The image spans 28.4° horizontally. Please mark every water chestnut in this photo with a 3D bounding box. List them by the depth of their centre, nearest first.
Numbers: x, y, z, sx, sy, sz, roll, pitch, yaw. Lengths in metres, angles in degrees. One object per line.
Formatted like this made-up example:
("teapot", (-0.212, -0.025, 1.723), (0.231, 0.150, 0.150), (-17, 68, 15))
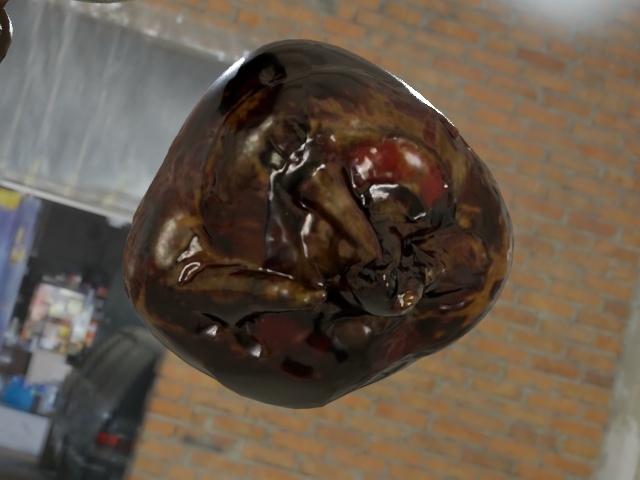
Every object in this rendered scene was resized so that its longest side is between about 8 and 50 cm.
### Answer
("water chestnut", (0.000, 0.000, 0.942), (0.289, 0.244, 0.289), (-2, -37, -1))

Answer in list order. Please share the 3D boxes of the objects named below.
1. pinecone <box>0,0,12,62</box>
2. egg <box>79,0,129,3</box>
("pinecone", (-0.195, -0.077, 0.410), (0.163, 0.163, 0.165), (20, -24, -38))
("egg", (-0.153, -0.252, 0.891), (0.168, 0.168, 0.231), (14, 11, 13))
